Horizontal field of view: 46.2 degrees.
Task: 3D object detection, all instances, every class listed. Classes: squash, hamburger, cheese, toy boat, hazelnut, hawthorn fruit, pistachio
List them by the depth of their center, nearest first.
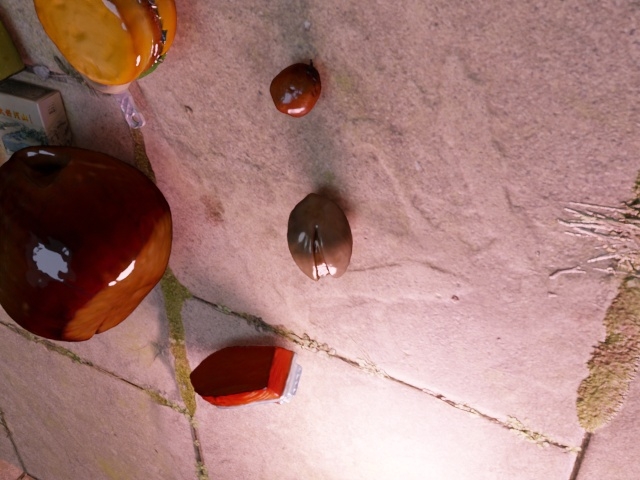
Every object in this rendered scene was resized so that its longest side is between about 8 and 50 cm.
[{"bbox_3d":[-0.035,-0.252,1.228,0.081,0.081,0.093,46,135,-5],"label":"hawthorn fruit"},{"bbox_3d":[-0.350,-0.392,1.268,0.246,0.170,0.246,25,145,19],"label":"hamburger"},{"bbox_3d":[0.000,0.000,1.385,0.124,0.124,0.185,17,138,24],"label":"pistachio"},{"bbox_3d":[-0.403,-0.320,1.444,0.137,0.064,0.227,-3,123,39],"label":"cheese"},{"bbox_3d":[-0.699,-0.411,1.542,0.123,0.123,0.187,4,126,33],"label":"squash"},{"bbox_3d":[-0.494,-0.002,1.559,0.402,0.402,0.429,35,144,6],"label":"hazelnut"},{"bbox_3d":[-0.175,0.330,1.767,0.331,0.145,0.133,-13,143,42],"label":"toy boat"}]

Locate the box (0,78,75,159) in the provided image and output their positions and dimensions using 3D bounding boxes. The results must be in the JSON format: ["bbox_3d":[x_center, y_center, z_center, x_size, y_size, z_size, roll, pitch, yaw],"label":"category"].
[{"bbox_3d":[-0.635,-0.222,1.684,0.164,0.069,0.257,17,132,24],"label":"box"}]
